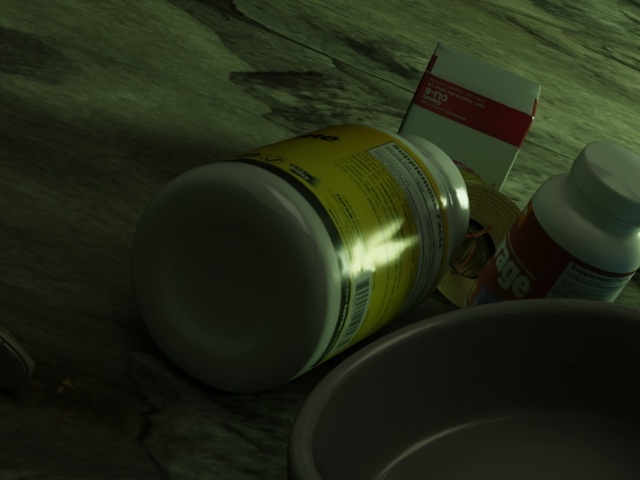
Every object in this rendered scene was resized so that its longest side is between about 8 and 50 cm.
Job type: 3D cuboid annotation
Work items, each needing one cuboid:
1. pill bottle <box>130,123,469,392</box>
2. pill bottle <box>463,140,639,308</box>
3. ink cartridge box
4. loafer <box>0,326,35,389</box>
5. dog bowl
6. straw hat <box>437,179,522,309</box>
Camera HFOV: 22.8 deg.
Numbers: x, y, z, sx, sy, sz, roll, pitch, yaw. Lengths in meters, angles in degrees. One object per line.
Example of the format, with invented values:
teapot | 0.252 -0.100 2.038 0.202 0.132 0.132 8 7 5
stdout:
pill bottle | 0.000 0.000 1.379 0.188 0.188 0.334 34 25 18
pill bottle | 0.236 0.015 1.514 0.121 0.216 0.121 20 34 -15
ink cartridge box | 0.146 -0.101 1.728 0.127 0.176 0.128 23 24 1
loafer | -0.264 0.069 1.174 0.125 0.045 0.039 24 18 5
dog bowl | 0.135 0.155 1.092 0.349 0.102 0.349 -10 25 4
straw hat | 0.146 0.009 1.639 0.144 0.144 0.061 13 -16 -24
